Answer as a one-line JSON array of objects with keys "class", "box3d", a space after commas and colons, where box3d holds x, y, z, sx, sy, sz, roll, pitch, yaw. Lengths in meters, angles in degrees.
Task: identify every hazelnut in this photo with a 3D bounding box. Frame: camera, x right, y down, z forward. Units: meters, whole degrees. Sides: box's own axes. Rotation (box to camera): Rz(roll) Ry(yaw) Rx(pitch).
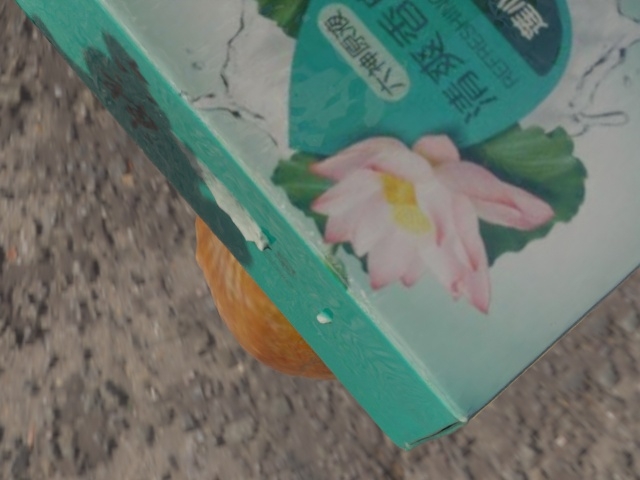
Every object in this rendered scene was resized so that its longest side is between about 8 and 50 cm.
[{"class": "hazelnut", "box3d": [0.000, 0.000, 1.037, 0.150, 0.150, 0.150, -2, 101, -8]}]

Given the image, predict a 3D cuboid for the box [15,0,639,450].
[{"class": "box", "box3d": [0.013, -0.069, 0.640, 0.153, 0.092, 0.245, -41, 89, -16]}]
